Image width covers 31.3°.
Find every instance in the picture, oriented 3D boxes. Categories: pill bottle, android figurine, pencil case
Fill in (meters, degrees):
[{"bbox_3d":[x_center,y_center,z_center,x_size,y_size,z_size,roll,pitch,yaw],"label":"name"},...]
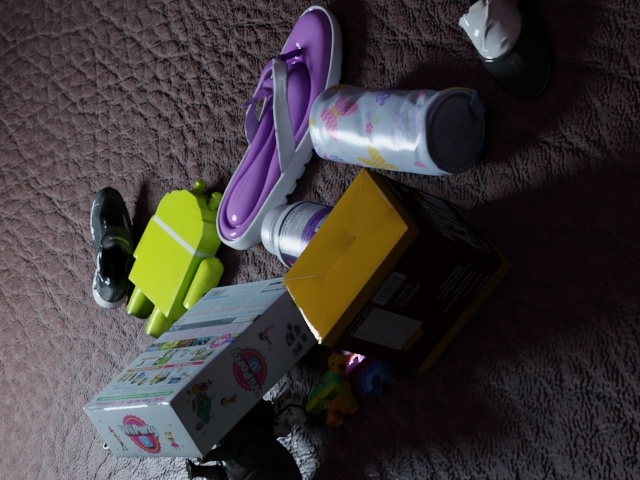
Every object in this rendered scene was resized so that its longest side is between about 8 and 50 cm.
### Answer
[{"bbox_3d":[0.000,0.000,1.657,0.193,0.108,0.108,16,88,51],"label":"pill bottle"},{"bbox_3d":[-0.247,0.027,1.975,0.248,0.056,0.272,34,102,50],"label":"android figurine"},{"bbox_3d":[0.103,-0.161,1.599,0.273,0.113,0.124,9,72,50],"label":"pencil case"}]

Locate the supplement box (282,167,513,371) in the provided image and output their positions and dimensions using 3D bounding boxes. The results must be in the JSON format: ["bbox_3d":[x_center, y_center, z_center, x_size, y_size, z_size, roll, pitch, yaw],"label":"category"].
[{"bbox_3d":[0.097,0.041,1.458,0.191,0.194,0.129,-54,42,20],"label":"supplement box"}]

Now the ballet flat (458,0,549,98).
[{"bbox_3d":[0.226,-0.312,1.528,0.095,0.096,0.280,-36,51,35],"label":"ballet flat"}]

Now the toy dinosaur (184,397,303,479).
[{"bbox_3d":[-0.087,0.330,1.596,0.313,0.160,0.121,56,149,33],"label":"toy dinosaur"}]

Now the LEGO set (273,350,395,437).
[{"bbox_3d":[0.024,0.183,1.580,0.227,0.087,0.093,-45,43,38],"label":"LEGO set"}]

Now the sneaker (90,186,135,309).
[{"bbox_3d":[-0.377,0.002,2.101,0.106,0.078,0.234,134,135,-61],"label":"sneaker"}]

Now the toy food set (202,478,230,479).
[{"bbox_3d":[-0.175,0.403,1.770,0.122,0.019,0.078,-51,43,23],"label":"toy food set"}]

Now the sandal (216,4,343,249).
[{"bbox_3d":[-0.077,-0.185,1.824,0.169,0.102,0.416,20,91,51],"label":"sandal"}]

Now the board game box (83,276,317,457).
[{"bbox_3d":[-0.159,0.179,1.646,0.224,0.097,0.303,-12,24,48],"label":"board game box"}]

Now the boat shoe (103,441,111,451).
[{"bbox_3d":[-0.322,0.312,1.959,0.137,0.043,0.049,-53,41,19],"label":"boat shoe"}]
